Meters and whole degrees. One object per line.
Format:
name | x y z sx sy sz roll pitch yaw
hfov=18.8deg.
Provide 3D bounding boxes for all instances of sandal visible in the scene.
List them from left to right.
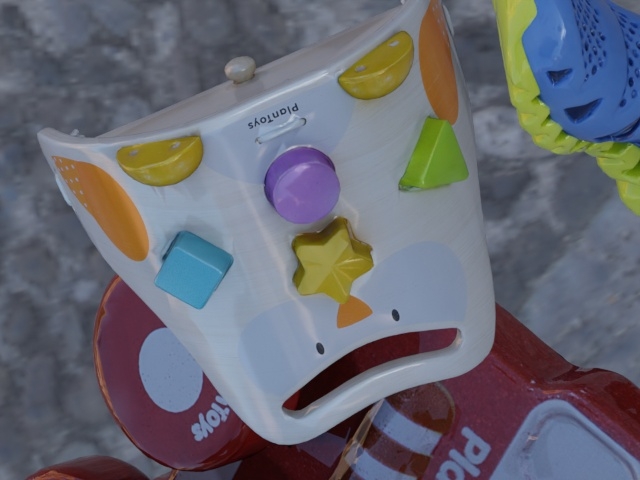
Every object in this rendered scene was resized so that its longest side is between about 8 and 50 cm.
sandal | 0.216 -0.106 1.248 0.138 0.317 0.126 -19 66 28

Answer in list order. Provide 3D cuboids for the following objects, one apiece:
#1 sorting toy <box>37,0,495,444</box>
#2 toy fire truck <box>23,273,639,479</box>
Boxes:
sorting toy | 0.000 0.000 0.371 0.083 0.045 0.075 -24 113 -4
toy fire truck | 0.010 0.141 0.894 0.254 0.169 0.302 40 118 27
